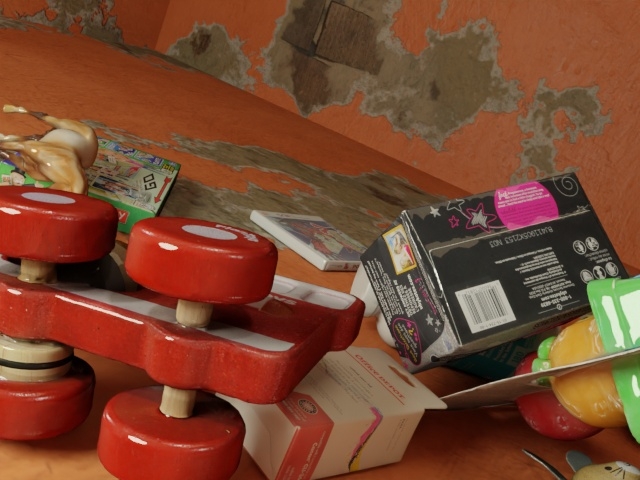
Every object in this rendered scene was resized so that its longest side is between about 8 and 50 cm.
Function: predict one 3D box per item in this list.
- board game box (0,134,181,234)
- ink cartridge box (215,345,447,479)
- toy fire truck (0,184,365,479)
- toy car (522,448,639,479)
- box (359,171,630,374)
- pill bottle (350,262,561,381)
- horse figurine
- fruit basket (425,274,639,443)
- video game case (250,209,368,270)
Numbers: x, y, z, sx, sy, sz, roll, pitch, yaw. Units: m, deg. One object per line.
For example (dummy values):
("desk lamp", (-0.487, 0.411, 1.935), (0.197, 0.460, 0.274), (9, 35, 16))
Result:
("board game box", (-0.344, -0.102, 1.070), (0.214, 0.046, 0.317), (20, 16, -11))
("ink cartridge box", (0.014, 0.158, 0.650), (0.198, 0.067, 0.115), (6, 23, -41))
("toy fire truck", (-0.132, 0.053, 0.558), (0.303, 0.169, 0.254), (13, 9, 15))
("toy car", (0.294, 0.241, 0.650), (0.155, 0.148, 0.188), (17, 4, -33))
("box", (0.201, 0.041, 0.799), (0.248, 0.142, 0.163), (-13, 72, -23))
("pill bottle", (0.177, 0.096, 0.930), (0.264, 0.146, 0.146), (19, 16, -9))
("horse figurine", (-0.365, -0.121, 0.904), (0.175, 0.066, 0.263), (15, 19, -6))
("fruit basket", (0.300, 0.133, 0.726), (0.327, 0.165, 0.353), (9, -22, -38))
("video game case", (0.000, 0.000, 1.236), (0.201, 0.023, 0.184), (35, 20, 37))
